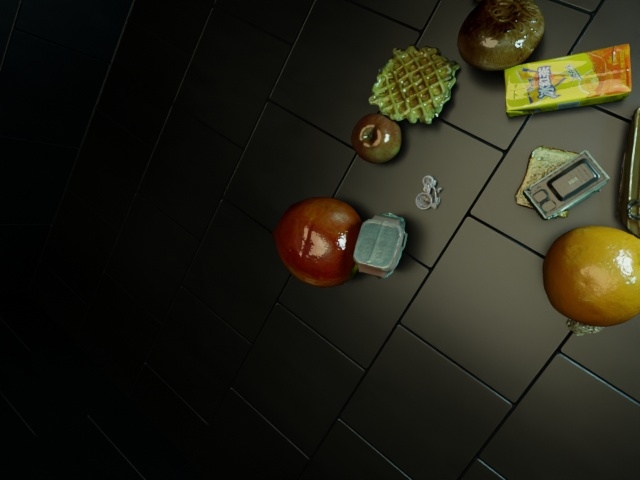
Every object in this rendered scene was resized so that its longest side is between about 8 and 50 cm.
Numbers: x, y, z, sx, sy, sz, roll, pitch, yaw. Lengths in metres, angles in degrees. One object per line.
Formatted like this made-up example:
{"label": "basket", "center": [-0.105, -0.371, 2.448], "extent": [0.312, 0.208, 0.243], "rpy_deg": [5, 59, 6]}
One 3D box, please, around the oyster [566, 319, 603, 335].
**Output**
{"label": "oyster", "center": [0.878, 0.277, 1.486], "extent": [0.098, 0.037, 0.100], "rpy_deg": [39, 107, 20]}

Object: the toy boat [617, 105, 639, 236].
{"label": "toy boat", "center": [1.009, -0.208, 1.351], "extent": [0.162, 0.136, 0.445], "rpy_deg": [11, 99, 50]}

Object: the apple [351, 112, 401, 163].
{"label": "apple", "center": [0.210, -0.385, 1.706], "extent": [0.188, 0.174, 0.188], "rpy_deg": [2, 95, 24]}

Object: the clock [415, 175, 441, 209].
{"label": "clock", "center": [0.407, -0.178, 1.692], "extent": [0.087, 0.041, 0.129], "rpy_deg": [16, 104, 28]}

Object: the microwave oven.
{"label": "microwave oven", "center": [0.752, -0.160, 1.391], "extent": [0.205, 0.163, 0.129], "rpy_deg": [-37, 79, 20]}

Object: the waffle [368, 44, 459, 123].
{"label": "waffle", "center": [0.342, -0.573, 1.663], "extent": [0.297, 0.073, 0.317], "rpy_deg": [23, 85, 23]}

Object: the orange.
{"label": "orange", "center": [0.831, 0.105, 1.357], "extent": [0.312, 0.312, 0.312], "rpy_deg": [1, 93, 26]}

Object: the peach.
{"label": "peach", "center": [-0.001, 0.000, 1.757], "extent": [0.373, 0.290, 0.372], "rpy_deg": [1, 93, 17]}

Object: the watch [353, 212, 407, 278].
{"label": "watch", "center": [0.235, 0.021, 1.670], "extent": [0.162, 0.241, 0.253], "rpy_deg": [16, 82, 21]}

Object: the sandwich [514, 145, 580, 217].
{"label": "sandwich", "center": [0.768, -0.197, 1.506], "extent": [0.186, 0.065, 0.214], "rpy_deg": [19, 101, 24]}

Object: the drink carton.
{"label": "drink carton", "center": [0.787, -0.510, 1.461], "extent": [0.352, 0.111, 0.154], "rpy_deg": [-3, 90, 27]}

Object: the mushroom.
{"label": "mushroom", "center": [0.585, -0.693, 1.491], "extent": [0.278, 0.163, 0.297], "rpy_deg": [19, 68, 33]}
